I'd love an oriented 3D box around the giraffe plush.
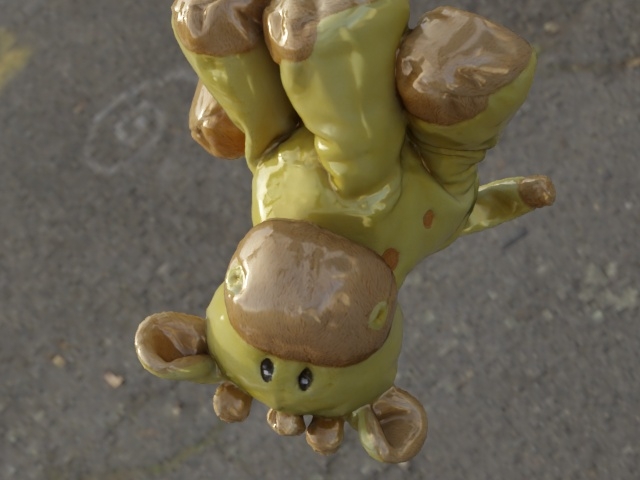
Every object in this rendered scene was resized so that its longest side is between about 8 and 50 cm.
[{"bbox_3d":[0.000,0.000,0.710,0.181,0.210,0.171,10,63,27],"label":"giraffe plush"}]
